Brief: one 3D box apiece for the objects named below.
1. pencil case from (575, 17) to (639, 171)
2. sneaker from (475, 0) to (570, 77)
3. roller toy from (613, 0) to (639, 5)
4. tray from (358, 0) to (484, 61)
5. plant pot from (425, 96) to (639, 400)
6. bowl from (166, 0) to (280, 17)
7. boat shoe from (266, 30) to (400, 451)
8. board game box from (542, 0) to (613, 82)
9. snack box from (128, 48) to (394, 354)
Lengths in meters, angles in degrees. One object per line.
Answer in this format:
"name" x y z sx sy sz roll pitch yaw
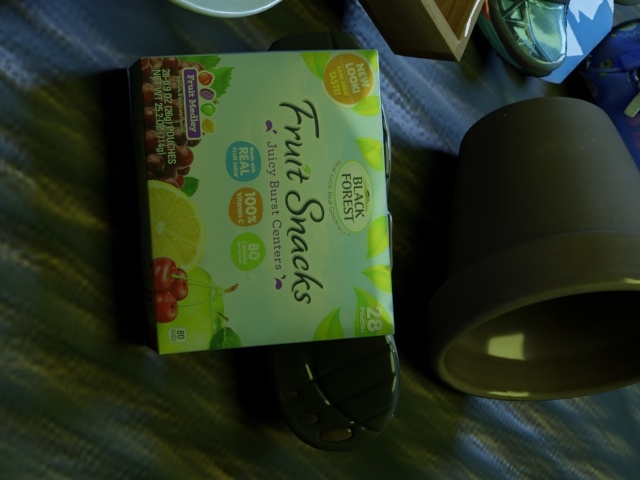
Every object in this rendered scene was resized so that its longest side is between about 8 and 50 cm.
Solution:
"pencil case" 0.381 -0.100 1.693 0.133 0.119 0.306 -87 158 -64
"sneaker" 0.213 -0.292 1.455 0.104 0.125 0.262 -10 94 -36
"roller toy" 0.357 -0.366 1.655 0.209 0.146 0.191 -9 84 -56
"tray" 0.124 -0.383 1.278 0.203 0.076 0.411 48 59 -51
"plant pot" 0.218 0.000 1.386 0.263 0.263 0.229 33 43 -49
"bowl" -0.124 -0.288 0.985 0.298 0.134 0.298 3 87 -54
"boat shoe" 0.000 0.000 1.178 0.120 0.122 0.324 -10 98 -86
"board game box" 0.242 -0.249 1.578 0.169 0.033 0.133 -45 117 -26
"snack box" -0.042 -0.029 1.064 0.174 0.070 0.207 -3 92 -14
